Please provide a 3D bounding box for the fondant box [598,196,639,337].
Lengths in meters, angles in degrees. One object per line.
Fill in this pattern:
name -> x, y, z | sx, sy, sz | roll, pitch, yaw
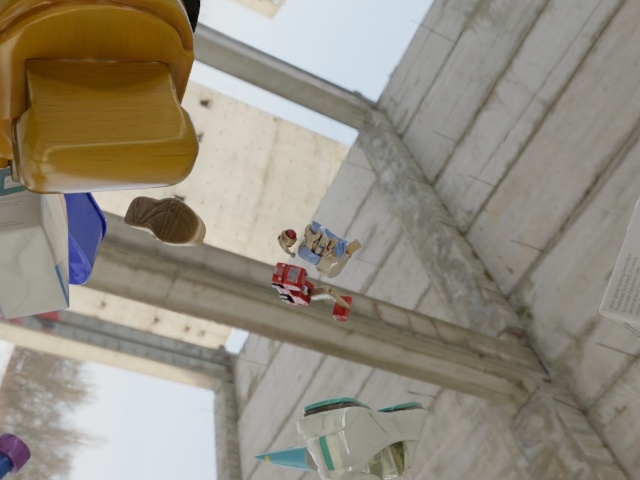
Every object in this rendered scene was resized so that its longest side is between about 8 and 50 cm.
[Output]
fondant box -> 0.475, 0.013, 0.632 | 0.330, 0.096, 0.238 | 15, -99, 49

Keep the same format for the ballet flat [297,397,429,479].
ballet flat -> 0.084, 0.333, 1.077 | 0.139, 0.400, 0.139 | -7, -107, 25

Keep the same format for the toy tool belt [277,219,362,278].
toy tool belt -> 0.000, 0.000, 0.733 | 0.051, 0.083, 0.052 | -53, -167, 27

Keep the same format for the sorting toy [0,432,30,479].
sorting toy -> -0.617, 0.260, 1.039 | 0.127, 0.365, 0.126 | -19, -160, 32

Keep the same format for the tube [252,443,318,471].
tube -> -0.055, 0.424, 1.291 | 0.207, 0.080, 0.052 | -32, -140, 56

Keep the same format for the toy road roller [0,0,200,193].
toy road roller -> -0.224, -0.122, 0.626 | 0.329, 0.202, 0.240 | -55, -133, 53

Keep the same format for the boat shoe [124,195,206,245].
boat shoe -> -0.203, -0.024, 0.912 | 0.170, 0.059, 0.063 | 19, -97, 44

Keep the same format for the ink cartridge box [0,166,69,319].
ink cartridge box -> -0.371, -0.032, 0.831 | 0.231, 0.078, 0.134 | -116, -160, -47

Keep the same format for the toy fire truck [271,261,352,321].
toy fire truck -> -0.014, 0.106, 1.342 | 0.192, 0.135, 0.047 | 66, 36, -63

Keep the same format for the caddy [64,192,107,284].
caddy -> -0.592, -0.049, 1.373 | 0.341, 0.241, 0.179 | 80, 4, -51
